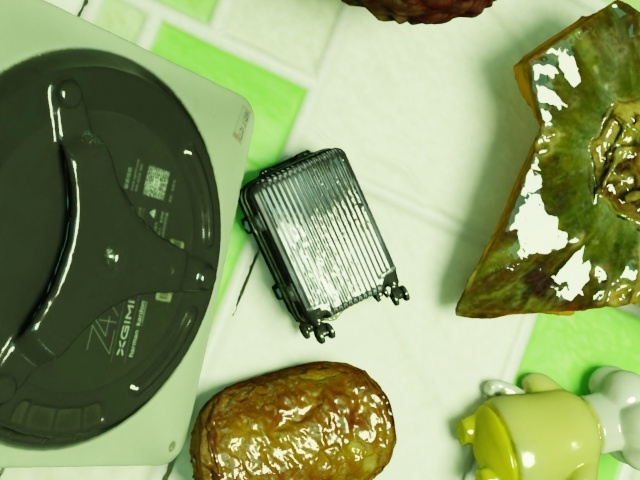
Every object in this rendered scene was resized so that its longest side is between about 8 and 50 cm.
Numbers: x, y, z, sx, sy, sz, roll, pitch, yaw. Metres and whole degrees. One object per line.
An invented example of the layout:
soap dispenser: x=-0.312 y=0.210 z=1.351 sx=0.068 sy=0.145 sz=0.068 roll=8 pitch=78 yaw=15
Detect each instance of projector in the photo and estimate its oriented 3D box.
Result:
projector: x=-0.151 y=0.004 z=0.582 sx=0.259 sy=0.079 sz=0.257 roll=17 pitch=83 yaw=-54

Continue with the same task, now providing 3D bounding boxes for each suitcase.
suitcase: x=0.000 y=0.000 z=0.702 sx=0.086 sy=0.059 sz=0.126 roll=-26 pitch=96 yaw=-17

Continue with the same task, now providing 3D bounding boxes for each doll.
doll: x=0.188 y=0.146 z=0.748 sx=0.163 sy=0.062 sz=0.106 roll=-10 pitch=59 yaw=-13

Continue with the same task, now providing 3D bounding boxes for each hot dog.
hot dog: x=-0.020 y=0.141 z=0.690 sx=0.147 sy=0.065 sz=0.099 roll=-17 pitch=94 yaw=-15

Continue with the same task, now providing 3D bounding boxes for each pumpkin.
pumpkin: x=0.250 y=-0.061 z=0.757 sx=0.258 sy=0.095 sz=0.290 roll=12 pitch=89 yaw=-19

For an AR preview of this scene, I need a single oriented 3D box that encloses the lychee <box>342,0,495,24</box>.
lychee: x=0.064 y=-0.268 z=0.647 sx=0.236 sy=0.236 sz=0.271 roll=-39 pitch=72 yaw=-13
